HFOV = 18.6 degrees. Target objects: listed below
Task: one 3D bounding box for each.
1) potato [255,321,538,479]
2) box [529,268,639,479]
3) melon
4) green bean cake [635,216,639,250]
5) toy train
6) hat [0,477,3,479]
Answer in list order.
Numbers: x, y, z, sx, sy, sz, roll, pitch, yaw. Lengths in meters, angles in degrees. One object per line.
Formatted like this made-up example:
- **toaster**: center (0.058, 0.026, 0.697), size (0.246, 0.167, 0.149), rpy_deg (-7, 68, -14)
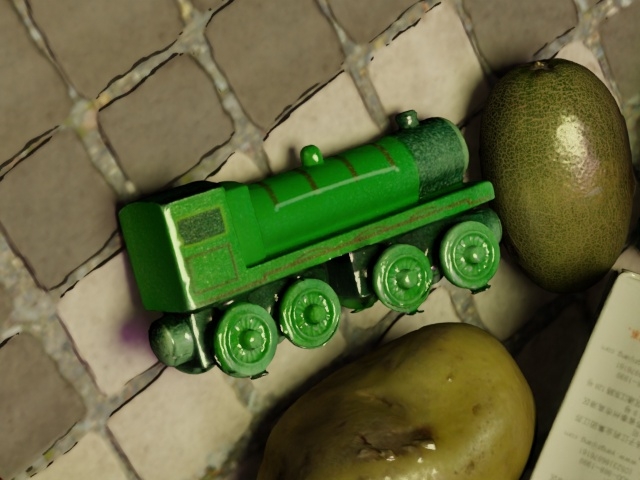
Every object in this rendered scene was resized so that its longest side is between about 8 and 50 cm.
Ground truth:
- **potato**: center (0.045, 0.142, 1.194), size (0.200, 0.154, 0.137), rpy_deg (-47, 112, -25)
- **box**: center (0.182, 0.172, 1.261), size (0.200, 0.106, 0.299), rpy_deg (6, 106, -81)
- **melon**: center (0.151, -0.039, 1.245), size (0.099, 0.099, 0.162), rpy_deg (-27, 120, -26)
- **green bean cake**: center (0.327, -0.055, 1.303), size (0.193, 0.107, 0.208), rpy_deg (17, 91, 7)
- **toy train**: center (0.000, 0.000, 1.168), size (0.251, 0.085, 0.119), rpy_deg (-21, 100, -32)
- **hat**: center (-0.135, 0.242, 1.062), size (0.274, 0.242, 0.332), rpy_deg (-48, 113, -29)
